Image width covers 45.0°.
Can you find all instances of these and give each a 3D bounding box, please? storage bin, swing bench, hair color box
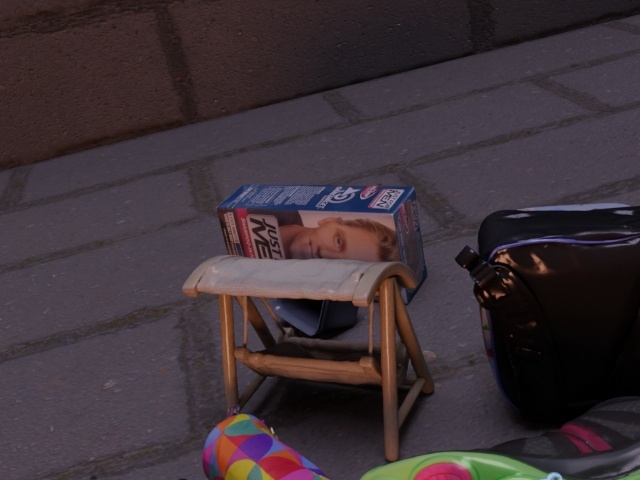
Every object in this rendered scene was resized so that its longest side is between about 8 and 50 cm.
[{"bbox_3d":[-0.004,0.104,1.263,0.091,0.098,0.135,5,12,-36],"label":"storage bin"},{"bbox_3d":[-0.007,0.126,1.013,0.253,0.255,0.165,2,29,27],"label":"swing bench"},{"bbox_3d":[0.000,0.000,1.361,0.347,0.174,0.105,3,30,28],"label":"hair color box"}]

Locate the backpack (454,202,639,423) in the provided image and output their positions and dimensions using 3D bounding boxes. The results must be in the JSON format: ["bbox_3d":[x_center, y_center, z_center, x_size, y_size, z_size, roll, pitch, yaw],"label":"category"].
[{"bbox_3d":[0.311,0.087,0.949,0.276,0.264,0.213,-1,22,13],"label":"backpack"}]

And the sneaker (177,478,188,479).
[{"bbox_3d":[-0.112,0.339,0.811,0.255,0.094,0.151,11,31,37],"label":"sneaker"}]

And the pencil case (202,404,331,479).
[{"bbox_3d":[-0.046,0.283,0.894,0.104,0.105,0.236,-26,30,-27],"label":"pencil case"}]

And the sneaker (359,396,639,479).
[{"bbox_3d":[0.274,0.261,0.766,0.482,0.186,0.202,-10,-3,12],"label":"sneaker"}]

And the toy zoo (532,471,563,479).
[{"bbox_3d":[0.160,0.324,0.600,0.192,0.030,0.293,11,61,19],"label":"toy zoo"}]
